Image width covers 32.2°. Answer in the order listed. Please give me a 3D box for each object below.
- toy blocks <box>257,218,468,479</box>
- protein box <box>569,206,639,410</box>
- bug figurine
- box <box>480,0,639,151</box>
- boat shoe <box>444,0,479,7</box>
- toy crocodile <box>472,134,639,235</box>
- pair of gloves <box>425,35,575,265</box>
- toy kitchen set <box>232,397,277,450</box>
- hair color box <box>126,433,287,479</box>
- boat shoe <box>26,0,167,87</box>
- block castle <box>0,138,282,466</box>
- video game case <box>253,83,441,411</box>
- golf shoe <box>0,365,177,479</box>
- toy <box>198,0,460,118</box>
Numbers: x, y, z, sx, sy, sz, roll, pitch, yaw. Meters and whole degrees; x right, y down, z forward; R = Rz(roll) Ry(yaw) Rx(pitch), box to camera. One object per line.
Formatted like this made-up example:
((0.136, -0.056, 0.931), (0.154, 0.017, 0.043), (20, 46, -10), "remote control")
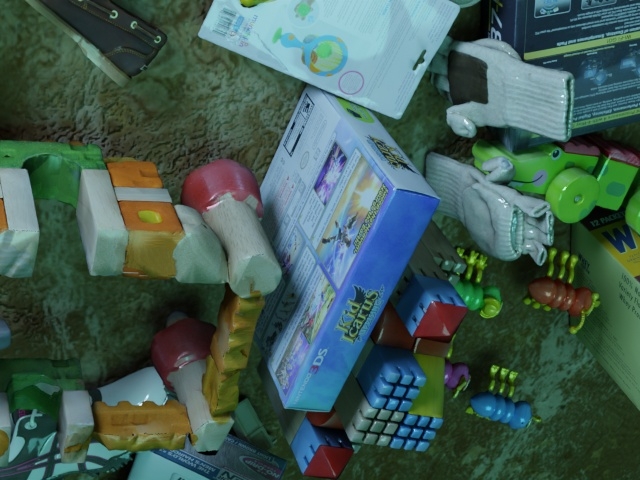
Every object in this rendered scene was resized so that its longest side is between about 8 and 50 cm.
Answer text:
((0.058, 0.127, 1.276), (0.190, 0.261, 0.381), (13, 118, -29), "toy blocks")
((0.430, 0.076, 1.430), (0.136, 0.200, 0.201), (-17, 127, -11), "protein box")
((0.227, 0.134, 1.438), (0.216, 0.072, 0.279), (15, 118, -9), "bug figurine")
((0.373, -0.289, 1.220), (0.394, 0.097, 0.318), (-14, 125, -12), "box")
((0.068, -0.314, 1.106), (0.233, 0.084, 0.079), (21, 75, -25), "boat shoe")
((0.331, -0.082, 1.337), (0.340, 0.115, 0.105), (8, 113, -29), "toy crocodile")
((0.181, -0.097, 1.208), (0.042, 0.204, 0.240), (-19, 127, -31), "pair of gloves")
((-0.101, 0.248, 1.450), (0.083, 0.075, 0.068), (-30, 180, 42), "toy kitchen set")
((-0.184, 0.400, 1.422), (0.174, 0.105, 0.347), (25, 117, 4), "hair color box")
((-0.229, -0.231, 1.035), (0.073, 0.073, 0.207), (-42, 135, 8), "boat shoe")
((-0.287, 0.055, 1.121), (0.453, 0.213, 0.303), (1, 124, -23), "block castle")
((0.000, 0.000, 1.174), (0.061, 0.244, 0.269), (12, 118, -28), "video game case")
((-0.294, 0.222, 1.305), (0.273, 0.105, 0.120), (-34, 120, 3), "golf shoe")
((0.007, -0.231, 1.137), (0.237, 0.056, 0.137), (18, 115, -25), "toy")
